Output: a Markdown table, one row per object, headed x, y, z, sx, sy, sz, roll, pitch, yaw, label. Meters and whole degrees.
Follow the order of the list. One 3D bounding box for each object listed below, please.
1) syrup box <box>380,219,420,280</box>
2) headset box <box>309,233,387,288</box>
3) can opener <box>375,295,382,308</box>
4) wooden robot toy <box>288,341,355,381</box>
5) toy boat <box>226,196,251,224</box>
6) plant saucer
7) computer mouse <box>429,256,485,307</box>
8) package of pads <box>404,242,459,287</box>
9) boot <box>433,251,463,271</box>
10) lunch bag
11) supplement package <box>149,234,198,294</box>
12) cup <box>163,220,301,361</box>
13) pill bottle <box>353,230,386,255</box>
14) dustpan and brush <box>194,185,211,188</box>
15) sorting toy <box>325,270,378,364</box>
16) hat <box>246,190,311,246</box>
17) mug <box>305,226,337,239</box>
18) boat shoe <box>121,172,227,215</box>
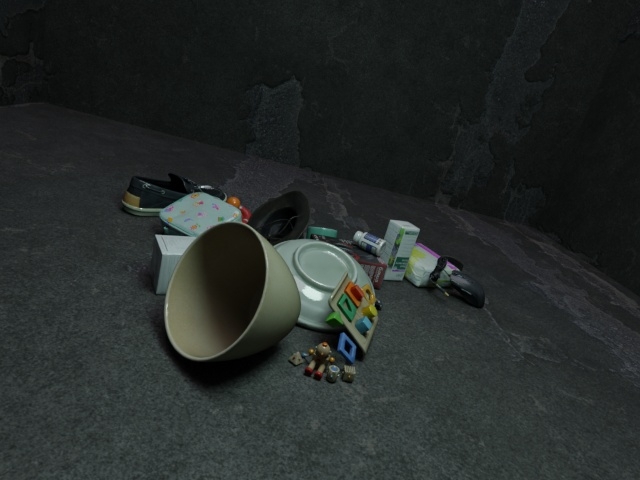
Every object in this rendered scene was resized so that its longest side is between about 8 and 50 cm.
| x | y | z | sx | sy | sz | roll | pitch | yaw | label |
| --- | --- | --- | --- | --- | --- | --- | --- | --- | --- |
| 0.310 | 0.042 | 1.815 | 0.093 | 0.236 | 0.096 | 5 | 21 | -28 | syrup box |
| 0.109 | 0.081 | 1.741 | 0.293 | 0.110 | 0.218 | 10 | 21 | -18 | headset box |
| 0.147 | 0.188 | 1.582 | 0.186 | 0.073 | 0.059 | 31 | -15 | 29 | can opener |
| 0.008 | 0.298 | 1.113 | 0.173 | 0.079 | 0.076 | 19 | 19 | 10 | wooden robot toy |
| -0.367 | -0.107 | 1.824 | 0.151 | 0.151 | 0.231 | 19 | 20 | 7 | toy boat |
| 0.005 | 0.109 | 1.429 | 0.401 | 0.100 | 0.400 | 15 | 38 | -12 | plant saucer |
| 0.561 | 0.181 | 1.781 | 0.262 | 0.060 | 0.184 | 45 | 44 | 7 | computer mouse |
| 0.430 | 0.099 | 1.958 | 0.229 | 0.101 | 0.296 | 4 | 22 | -32 | package of pads |
| 0.588 | 0.090 | 2.160 | 0.198 | 0.076 | 0.137 | 18 | 14 | 4 | boot |
| -0.444 | -0.063 | 1.634 | 0.279 | 0.107 | 0.224 | 24 | 49 | 29 | lunch bag |
| -0.374 | 0.074 | 1.344 | 0.244 | 0.133 | 0.139 | 4 | 23 | -30 | supplement package |
| -0.183 | 0.147 | 1.100 | 0.331 | 0.331 | 0.237 | 34 | 2 | 41 | cup |
| 0.191 | 0.009 | 1.733 | 0.120 | 0.067 | 0.067 | 27 | 22 | 25 | pill bottle |
| -0.630 | -0.243 | 2.128 | 0.211 | 0.060 | 0.147 | 2 | 24 | -34 | dustpan and brush |
| 0.109 | 0.197 | 1.263 | 0.196 | 0.047 | 0.347 | 58 | 27 | -9 | sorting toy |
| -0.142 | -0.035 | 1.747 | 0.134 | 0.331 | 0.331 | 49 | -5 | -40 | hat |
| 0.007 | 0.000 | 1.886 | 0.130 | 0.097 | 0.158 | 6 | -4 | 21 | mug |
| -0.601 | -0.205 | 1.910 | 0.187 | 0.155 | 0.500 | 27 | 21 | 33 | boat shoe |
